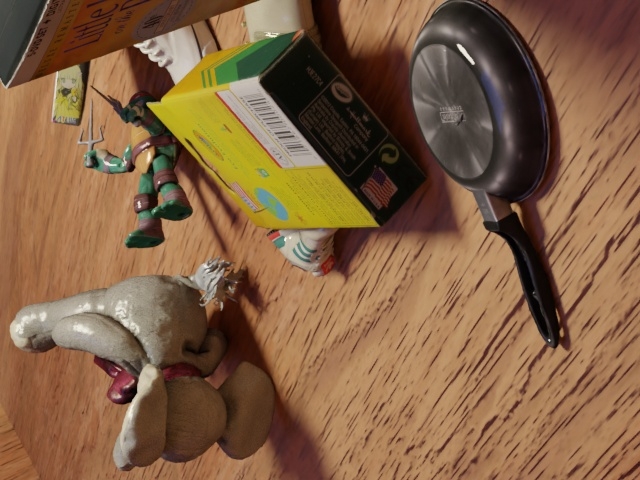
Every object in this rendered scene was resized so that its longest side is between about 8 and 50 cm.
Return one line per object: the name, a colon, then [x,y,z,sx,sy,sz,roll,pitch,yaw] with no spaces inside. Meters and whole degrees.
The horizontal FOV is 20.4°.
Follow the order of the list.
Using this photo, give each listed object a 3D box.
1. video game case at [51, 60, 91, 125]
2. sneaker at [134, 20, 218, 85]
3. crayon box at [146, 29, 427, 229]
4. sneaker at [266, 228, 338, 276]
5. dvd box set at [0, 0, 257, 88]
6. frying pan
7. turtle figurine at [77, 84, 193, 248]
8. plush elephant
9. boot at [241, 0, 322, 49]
video game case: [-0.302,-0.262,2.217,0.232,0.041,0.210,-117,35,-76]
sneaker: [-0.194,-0.257,2.123,0.094,0.091,0.258,-10,102,65]
crayon box: [-0.045,-0.109,1.881,0.202,0.081,0.318,49,160,-18]
sneaker: [0.000,0.000,2.014,0.075,0.057,0.161,53,156,-10]
dvd box set: [-0.052,-0.264,1.433,0.062,0.420,0.307,64,155,7]
frying pan: [0.144,-0.069,1.660,0.197,0.053,0.326,37,139,49]
turtle figurine: [-0.232,-0.117,2.292,0.175,0.118,0.234,120,138,-56]
plush elephant: [-0.210,0.189,2.331,0.330,0.272,0.255,-24,62,43]
boot: [-0.073,-0.282,1.881,0.213,0.077,0.165,31,140,52]
